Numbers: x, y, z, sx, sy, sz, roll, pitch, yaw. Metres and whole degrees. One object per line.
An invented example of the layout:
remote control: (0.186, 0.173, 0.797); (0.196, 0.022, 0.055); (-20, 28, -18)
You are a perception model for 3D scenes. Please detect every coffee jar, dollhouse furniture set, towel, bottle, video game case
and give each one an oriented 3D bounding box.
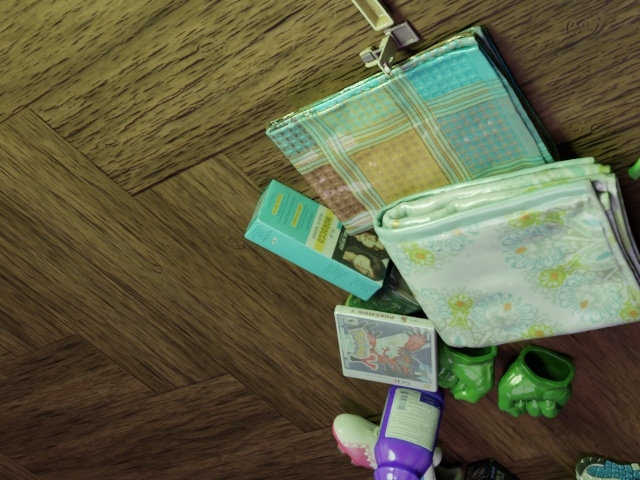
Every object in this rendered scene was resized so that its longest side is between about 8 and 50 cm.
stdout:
coffee jar: (0.114, 0.113, 2.004); (0.096, 0.079, 0.184); (32, 140, -16)
dollhouse furniture set: (0.065, -0.282, 1.539); (0.091, 0.081, 0.114); (-17, 130, 37)
towel: (0.138, -0.145, 1.661); (0.370, 0.040, 0.271); (-21, 128, 27)
bottle: (0.166, 0.409, 2.178); (0.118, 0.283, 0.092); (18, 142, -1)
video game case: (0.123, 0.200, 2.018); (0.183, 0.023, 0.201); (8, 140, 15)
towel: (0.309, 0.036, 1.721); (0.374, 0.090, 0.320); (-11, 131, 25)

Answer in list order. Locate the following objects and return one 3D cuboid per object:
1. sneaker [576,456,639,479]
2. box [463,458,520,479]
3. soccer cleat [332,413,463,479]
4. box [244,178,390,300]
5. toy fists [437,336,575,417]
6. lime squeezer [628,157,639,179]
sneaker: (0.620, 0.497, 2.283); (0.191, 0.071, 0.083); (14, 155, 11)
box: (0.375, 0.592, 2.396); (0.147, 0.180, 0.077); (39, 139, -23)
soccer cleat: (0.173, 0.456, 2.393); (0.143, 0.116, 0.331); (-37, 118, 26)
box: (0.000, 0.000, 1.896); (0.244, 0.100, 0.060); (28, 141, -11)
toy fists: (0.333, 0.256, 2.075); (0.279, 0.096, 0.142); (16, 144, 2)
lime squeezer: (0.529, -0.161, 1.513); (0.110, 0.059, 0.310); (39, 137, -24)
